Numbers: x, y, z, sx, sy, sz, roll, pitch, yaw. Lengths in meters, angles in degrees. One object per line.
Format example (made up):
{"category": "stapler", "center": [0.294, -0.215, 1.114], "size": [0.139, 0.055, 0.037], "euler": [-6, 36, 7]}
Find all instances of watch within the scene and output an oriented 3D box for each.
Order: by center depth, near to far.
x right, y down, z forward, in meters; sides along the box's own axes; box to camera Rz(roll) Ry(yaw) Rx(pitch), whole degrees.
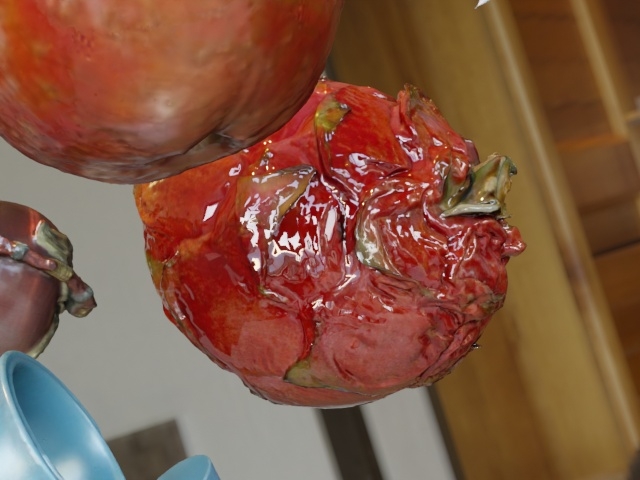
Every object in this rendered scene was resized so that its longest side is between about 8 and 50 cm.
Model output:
{"category": "watch", "center": [-0.197, 0.182, 1.369], "size": [0.211, 0.193, 0.211], "euler": [-34, 15, 10]}

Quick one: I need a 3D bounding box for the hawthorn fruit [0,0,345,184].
{"category": "hawthorn fruit", "center": [-0.106, -0.171, 1.098], "size": [0.284, 0.284, 0.284], "euler": [-18, -3, -1]}

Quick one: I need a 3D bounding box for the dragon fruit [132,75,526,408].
{"category": "dragon fruit", "center": [0.000, 0.000, 1.599], "size": [0.342, 0.277, 0.277], "euler": [-7, 2, 28]}

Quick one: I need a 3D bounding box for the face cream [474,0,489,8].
{"category": "face cream", "center": [0.167, -0.227, 1.576], "size": [0.115, 0.020, 0.038], "euler": [-38, 8, 34]}

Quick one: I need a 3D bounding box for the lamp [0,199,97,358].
{"category": "lamp", "center": [-0.316, 0.032, 1.735], "size": [0.151, 0.223, 0.215], "euler": [-60, 6, -36]}
